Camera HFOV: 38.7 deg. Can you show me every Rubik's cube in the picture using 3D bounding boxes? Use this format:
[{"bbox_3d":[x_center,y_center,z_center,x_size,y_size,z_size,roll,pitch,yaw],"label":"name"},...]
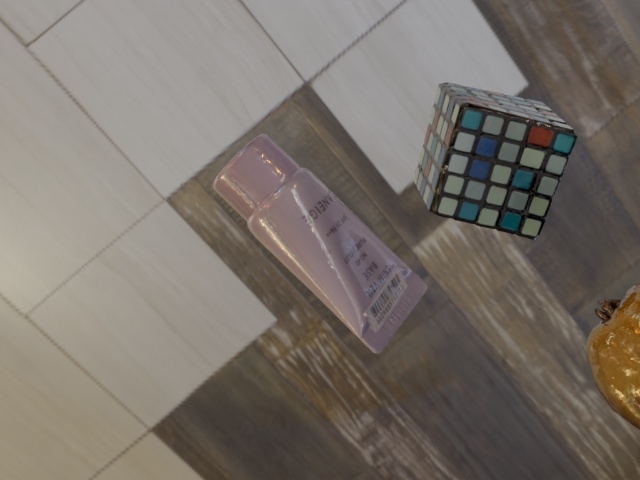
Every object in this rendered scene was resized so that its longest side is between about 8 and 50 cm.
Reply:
[{"bbox_3d":[0.264,-0.131,1.431,0.187,0.182,0.184,13,111,-9],"label":"Rubik's cube"}]

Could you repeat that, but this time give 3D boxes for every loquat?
[{"bbox_3d":[0.450,0.155,1.189,0.176,0.234,0.187,10,122,-54],"label":"loquat"}]

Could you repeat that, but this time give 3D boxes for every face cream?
[{"bbox_3d":[0.000,0.000,1.067,0.274,0.154,0.096,44,128,0],"label":"face cream"}]
